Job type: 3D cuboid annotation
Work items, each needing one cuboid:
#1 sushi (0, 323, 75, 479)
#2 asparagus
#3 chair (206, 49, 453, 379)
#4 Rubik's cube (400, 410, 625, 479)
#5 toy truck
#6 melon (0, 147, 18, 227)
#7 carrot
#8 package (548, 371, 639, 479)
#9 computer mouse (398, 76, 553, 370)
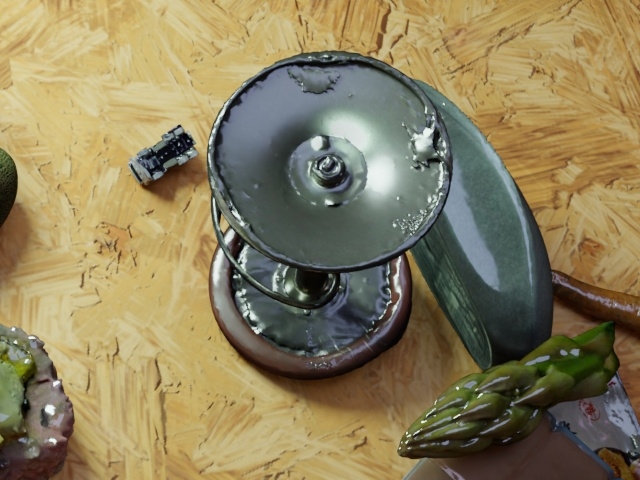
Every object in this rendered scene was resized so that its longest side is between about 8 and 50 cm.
[{"bbox_3d":[-0.348,0.163,1.769,0.241,0.107,0.161,-13,60,-27],"label":"sushi"},{"bbox_3d":[0.185,0.138,1.715,0.287,0.080,0.080,-20,67,-29],"label":"asparagus"},{"bbox_3d":[0.000,0.000,1.871,0.227,0.401,0.226,1,68,-2],"label":"chair"},{"bbox_3d":[0.155,0.307,1.785,0.225,0.231,0.221,42,54,7],"label":"Rubik's cube"},{"bbox_3d":[-0.171,-0.092,2.043,0.083,0.044,0.039,-36,97,-34],"label":"toy truck"},{"bbox_3d":[-0.365,-0.037,1.897,0.099,0.099,0.162,33,49,2],"label":"melon"},{"bbox_3d":[0.336,0.075,2.126,0.191,0.047,0.047,20,53,-3],"label":"carrot"},{"bbox_3d":[0.286,0.246,1.998,0.154,0.030,0.239,-9,62,-23],"label":"package"},{"bbox_3d":[0.156,-0.025,2.035,0.114,0.203,0.374,-25,75,-11],"label":"computer mouse"}]
